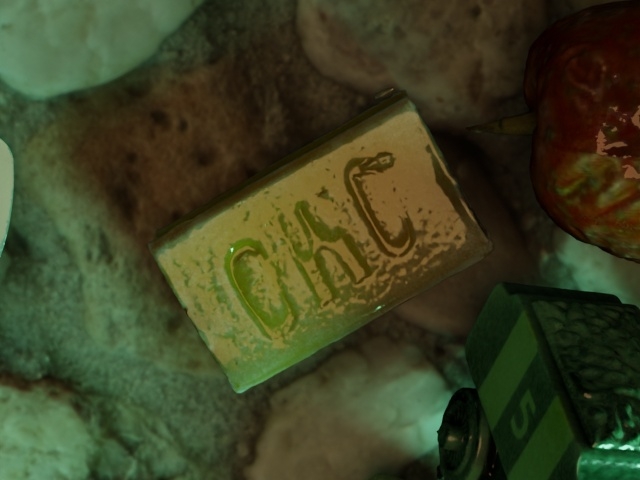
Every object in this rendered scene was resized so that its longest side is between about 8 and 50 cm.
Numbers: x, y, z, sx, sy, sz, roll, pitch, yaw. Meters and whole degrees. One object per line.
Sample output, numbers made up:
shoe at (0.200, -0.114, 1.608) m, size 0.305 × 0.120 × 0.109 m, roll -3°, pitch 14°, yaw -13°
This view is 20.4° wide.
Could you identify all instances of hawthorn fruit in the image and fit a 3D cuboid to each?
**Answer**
hawthorn fruit at (0.299, -0.095, 1.532) m, size 0.261 × 0.258 × 0.258 m, roll 14°, pitch 99°, yaw -22°

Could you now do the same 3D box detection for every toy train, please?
toy train at (0.216, 0.184, 1.549) m, size 0.166 × 0.299 × 0.238 m, roll 5°, pitch 133°, yaw -22°

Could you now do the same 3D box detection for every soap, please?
soap at (0.000, 0.000, 1.629) m, size 0.274 × 0.089 × 0.173 m, roll -30°, pitch 98°, yaw 5°

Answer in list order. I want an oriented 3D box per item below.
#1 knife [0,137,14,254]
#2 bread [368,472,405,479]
knife at (-0.324, -0.082, 1.644) m, size 0.080 × 0.044 × 0.331 m, roll -4°, pitch 105°, yaw -7°
bread at (0.090, 0.304, 1.652) m, size 0.141 × 0.134 × 0.148 m, roll 23°, pitch 112°, yaw -7°
